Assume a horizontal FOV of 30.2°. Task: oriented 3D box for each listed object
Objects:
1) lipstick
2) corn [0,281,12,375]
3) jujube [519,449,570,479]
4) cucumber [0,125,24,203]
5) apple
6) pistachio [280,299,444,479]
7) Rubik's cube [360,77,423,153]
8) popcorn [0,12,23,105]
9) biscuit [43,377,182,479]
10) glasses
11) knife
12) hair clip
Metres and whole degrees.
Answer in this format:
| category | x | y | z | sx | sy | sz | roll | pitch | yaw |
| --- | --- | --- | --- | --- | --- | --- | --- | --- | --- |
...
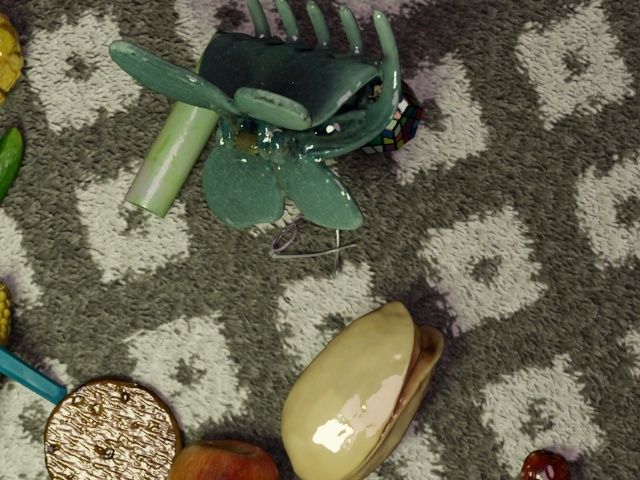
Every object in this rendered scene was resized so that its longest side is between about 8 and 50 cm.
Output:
| category | x | y | z | sx | sy | sz | roll | pitch | yaw |
| --- | --- | --- | --- | --- | --- | --- | --- | --- | --- |
| lipstick | -0.200 | -0.180 | 1.837 | 0.076 | 0.076 | 0.304 | 27 | 83 | 0 |
| corn | -0.550 | 0.244 | 1.746 | 0.143 | 0.144 | 0.388 | 9 | 83 | -2 |
| jujube | 0.338 | 0.385 | 1.811 | 0.077 | 0.077 | 0.129 | 13 | 90 | -2 |
| cucumber | -0.521 | -0.062 | 1.820 | 0.056 | 0.056 | 0.250 | 30 | 83 | 0 |
| apple | -0.150 | 0.385 | 1.739 | 0.199 | 0.199 | 0.199 | 0 | 84 | -3 |
| pistachio | 0.063 | 0.234 | 1.754 | 0.187 | 0.187 | 0.299 | 36 | 87 | 1 |
| Rubik's cube | 0.092 | -0.199 | 1.835 | 0.133 | 0.112 | 0.133 | 0 | 84 | -1 |
| popcorn | -0.541 | -0.257 | 1.797 | 0.194 | 0.140 | 0.163 | -25 | 81 | -3 |
| biscuit | -0.315 | 0.312 | 1.802 | 0.212 | 0.036 | 0.212 | 0 | 86 | -4 |
| glasses | 0.000 | 0.000 | 1.854 | 0.104 | 0.062 | 0.140 | 43 | 84 | -21 |
| knife | -0.469 | 0.172 | 1.716 | 0.026 | 0.296 | 0.044 | 6 | 63 | 37 |
| hair clip | -0.053 | -0.201 | 1.689 | 0.318 | 0.392 | 0.238 | 15 | 59 | 36 |
